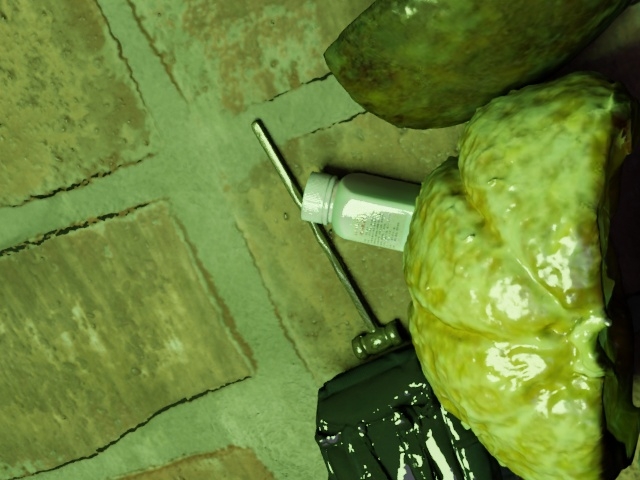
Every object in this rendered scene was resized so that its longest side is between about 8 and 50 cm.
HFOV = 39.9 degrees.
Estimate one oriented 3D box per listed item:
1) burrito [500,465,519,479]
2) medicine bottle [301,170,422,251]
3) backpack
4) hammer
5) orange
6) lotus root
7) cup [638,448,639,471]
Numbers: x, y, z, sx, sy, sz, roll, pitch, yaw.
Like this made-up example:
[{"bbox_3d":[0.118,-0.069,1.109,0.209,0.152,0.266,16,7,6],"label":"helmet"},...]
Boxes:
[{"bbox_3d":[0.099,0.324,1.022,0.445,0.101,0.139,-39,95,24],"label":"burrito"},{"bbox_3d":[0.043,-0.034,0.895,0.118,0.074,0.055,12,116,6],"label":"medicine bottle"},{"bbox_3d":[0.095,0.233,0.906,0.206,0.133,0.258,-27,70,29],"label":"backpack"},{"bbox_3d":[0.000,0.000,0.950,0.058,0.029,0.292,-26,103,19],"label":"hammer"},{"bbox_3d":[0.184,0.037,0.793,0.210,0.271,0.368,1,111,27],"label":"orange"},{"bbox_3d":[0.168,-0.206,0.745,0.314,0.210,0.142,-37,90,37],"label":"lotus root"},{"bbox_3d":[0.385,0.082,0.740,0.257,0.331,0.311,19,121,50],"label":"cup"}]
